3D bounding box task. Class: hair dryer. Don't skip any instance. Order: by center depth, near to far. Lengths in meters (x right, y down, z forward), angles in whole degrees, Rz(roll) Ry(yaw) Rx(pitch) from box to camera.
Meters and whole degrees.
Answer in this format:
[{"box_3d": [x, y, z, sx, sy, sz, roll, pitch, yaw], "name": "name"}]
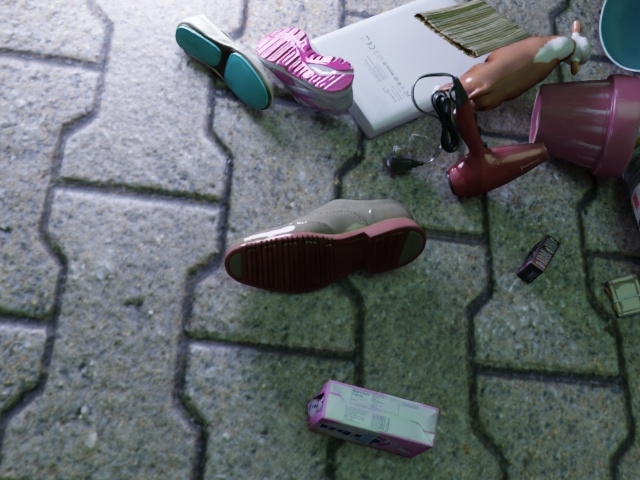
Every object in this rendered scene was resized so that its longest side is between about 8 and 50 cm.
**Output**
[{"box_3d": [0.281, -0.173, 1.380, 0.294, 0.223, 0.080, 11, 44, -11], "name": "hair dryer"}]

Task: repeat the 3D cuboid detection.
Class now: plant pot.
[{"box_3d": [0.517, -0.235, 1.492, 0.180, 0.201, 0.201, 9, 63, 7], "name": "plant pot"}, {"box_3d": [0.793, -0.481, 1.641, 0.195, 0.290, 0.290, 12, 61, -34], "name": "plant pot"}]

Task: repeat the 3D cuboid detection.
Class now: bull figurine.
[{"box_3d": [0.373, -0.327, 1.455, 0.310, 0.188, 0.101, -25, 97, -23], "name": "bull figurine"}]

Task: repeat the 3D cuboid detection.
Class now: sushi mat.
[{"box_3d": [0.316, -0.436, 1.529, 0.151, 0.019, 0.316, 40, 37, 14], "name": "sushi mat"}]

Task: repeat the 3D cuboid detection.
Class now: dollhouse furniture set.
[{"box_3d": [0.623, 0.098, 1.446, 0.152, 0.058, 0.076, -15, 76, 1], "name": "dollhouse furniture set"}]

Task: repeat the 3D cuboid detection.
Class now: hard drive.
[{"box_3d": [0.181, -0.370, 1.544, 0.353, 0.047, 0.233, -27, 75, -23], "name": "hard drive"}]

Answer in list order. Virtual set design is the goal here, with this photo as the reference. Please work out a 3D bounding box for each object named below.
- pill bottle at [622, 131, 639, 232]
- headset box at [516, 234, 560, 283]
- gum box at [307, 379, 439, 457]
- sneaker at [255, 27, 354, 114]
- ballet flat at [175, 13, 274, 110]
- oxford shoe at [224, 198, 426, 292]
[{"box_3d": [0.681, -0.078, 1.439, 0.162, 0.162, 0.278, 9, 52, -10], "name": "pill bottle"}, {"box_3d": [0.403, 0.038, 1.397, 0.032, 0.062, 0.083, 35, 61, 5], "name": "headset box"}, {"box_3d": [0.076, 0.281, 1.177, 0.189, 0.107, 0.062, 16, 63, -6], "name": "gum box"}, {"box_3d": [-0.032, -0.315, 1.440, 0.103, 0.111, 0.252, -37, 56, -15], "name": "sneaker"}, {"box_3d": [-0.167, -0.346, 1.434, 0.248, 0.086, 0.086, 42, 63, 8], "name": "ballet flat"}, {"box_3d": [0.000, 0.000, 1.308, 0.348, 0.123, 0.130, -6, 41, -15], "name": "oxford shoe"}]
